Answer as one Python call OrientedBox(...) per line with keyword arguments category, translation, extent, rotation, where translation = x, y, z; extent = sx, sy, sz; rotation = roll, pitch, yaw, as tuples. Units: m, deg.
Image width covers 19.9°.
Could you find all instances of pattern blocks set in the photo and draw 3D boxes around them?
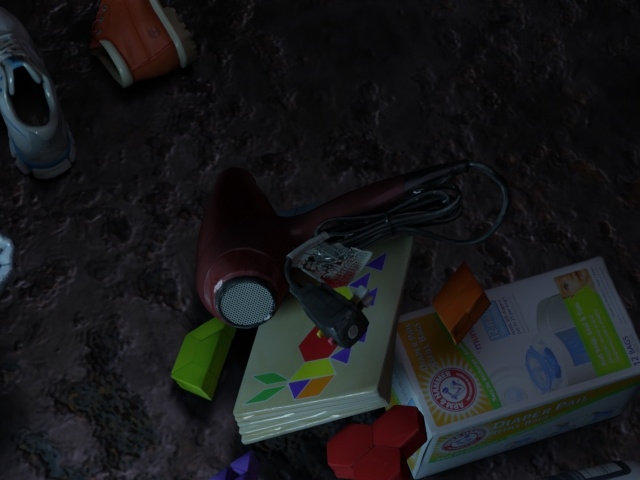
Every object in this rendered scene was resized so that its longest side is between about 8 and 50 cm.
OrientedBox(category="pattern blocks set", translation=(0.005, 0.081, 1.481), extent=(0.285, 0.026, 0.325), rotation=(-6, 45, 34))

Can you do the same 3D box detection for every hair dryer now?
OrientedBox(category="hair dryer", translation=(0.000, 0.000, 1.517), extent=(0.223, 0.080, 0.293), rotation=(-36, 37, -30))

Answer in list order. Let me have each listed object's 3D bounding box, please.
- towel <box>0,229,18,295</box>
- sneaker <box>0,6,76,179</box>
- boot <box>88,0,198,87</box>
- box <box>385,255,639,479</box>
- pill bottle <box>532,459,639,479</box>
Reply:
OrientedBox(category="towel", translation=(-0.383, 0.065, 1.411), extent=(0.283, 0.235, 0.121), rotation=(-37, 98, -19))
OrientedBox(category="sneaker", translation=(-0.272, -0.152, 1.627), extent=(0.071, 0.083, 0.191), rotation=(-26, 68, -16))
OrientedBox(category="boot", translation=(-0.189, -0.213, 1.682), extent=(0.084, 0.059, 0.158), rotation=(-30, 71, -14))
OrientedBox(category="box", translation=(0.156, 0.108, 1.531), extent=(0.203, 0.103, 0.114), rotation=(-15, 65, -14))
OrientedBox(category="pill bottle", translation=(0.229, 0.237, 1.472), extent=(0.180, 0.108, 0.108), rotation=(-11, 65, -12))
